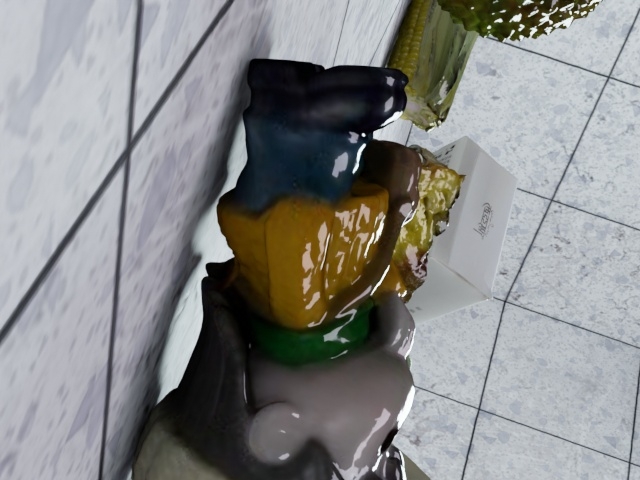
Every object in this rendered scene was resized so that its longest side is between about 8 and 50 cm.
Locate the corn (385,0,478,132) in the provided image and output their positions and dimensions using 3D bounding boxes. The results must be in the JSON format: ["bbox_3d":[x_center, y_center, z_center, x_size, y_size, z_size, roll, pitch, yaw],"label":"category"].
[{"bbox_3d":[0.176,-0.290,1.632,0.123,0.122,0.305,-9,-131,42],"label":"corn"}]

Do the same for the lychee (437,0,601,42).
[{"bbox_3d":[0.232,-0.360,1.247,0.320,0.270,0.270,-16,-134,53],"label":"lychee"}]

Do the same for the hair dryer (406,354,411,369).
[{"bbox_3d":[0.038,0.192,1.698,0.296,0.119,0.298,0,-115,66],"label":"hair dryer"}]

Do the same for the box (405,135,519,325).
[{"bbox_3d":[0.123,0.006,1.537,0.274,0.116,0.203,-26,-145,48],"label":"box"}]

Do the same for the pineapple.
[{"bbox_3d":[0.003,-0.005,1.064,0.249,0.140,0.164,-57,-137,22],"label":"pineapple"}]

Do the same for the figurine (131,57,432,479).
[{"bbox_3d":[-0.024,0.060,0.671,0.185,0.205,0.332,-44,124,-78],"label":"figurine"}]

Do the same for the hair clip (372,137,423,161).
[{"bbox_3d":[0.060,-0.048,1.333,0.282,0.113,0.172,-57,165,-70],"label":"hair clip"}]
